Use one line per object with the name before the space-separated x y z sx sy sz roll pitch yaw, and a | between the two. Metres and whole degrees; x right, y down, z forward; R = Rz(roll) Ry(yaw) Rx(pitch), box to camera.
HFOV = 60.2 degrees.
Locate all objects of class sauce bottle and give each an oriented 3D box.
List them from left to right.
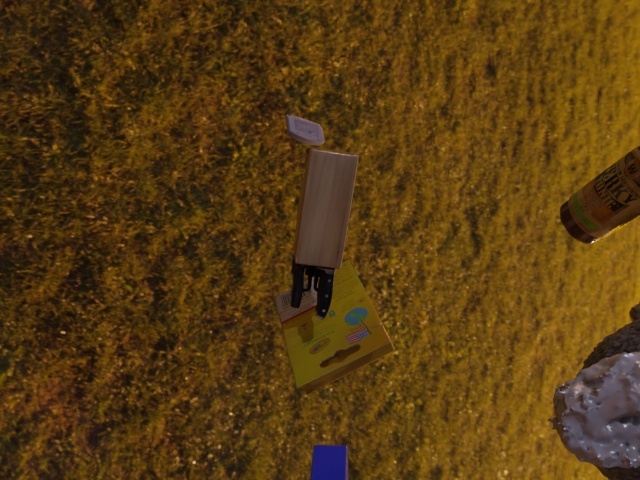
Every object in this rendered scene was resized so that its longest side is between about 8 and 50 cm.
sauce bottle | 0.599 -0.118 1.022 0.111 0.344 0.111 12 55 -17

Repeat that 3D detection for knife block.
knife block | 0.000 0.000 1.023 0.276 0.088 0.242 108 -13 -59

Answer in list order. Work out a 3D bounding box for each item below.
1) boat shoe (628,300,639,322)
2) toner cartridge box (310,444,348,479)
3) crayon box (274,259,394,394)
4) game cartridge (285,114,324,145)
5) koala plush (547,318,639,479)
boat shoe | 0.628 0.138 0.786 0.116 0.324 0.123 -64 161 -2
toner cartridge box | 0.024 0.615 1.184 0.165 0.075 0.348 -80 169 -57
crayon box | 0.024 0.186 1.161 0.081 0.202 0.318 62 3 -28
game cartridge | -0.032 -0.222 1.121 0.083 0.017 0.056 12 51 -32
koala plush | 0.242 0.075 0.299 0.196 0.221 0.203 22 46 -55
